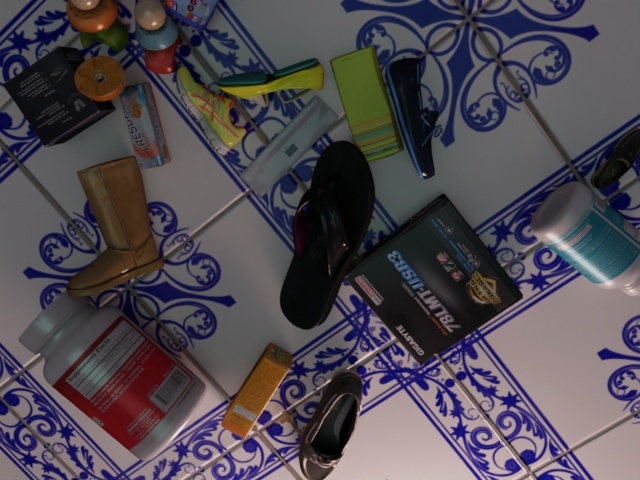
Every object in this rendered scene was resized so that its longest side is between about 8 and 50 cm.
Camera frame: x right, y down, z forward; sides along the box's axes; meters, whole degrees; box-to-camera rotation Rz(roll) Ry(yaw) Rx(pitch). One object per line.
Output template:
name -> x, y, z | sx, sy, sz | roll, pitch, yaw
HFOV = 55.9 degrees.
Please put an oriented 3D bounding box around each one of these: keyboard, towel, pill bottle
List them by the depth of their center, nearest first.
pill bottle -> 0.594, 0.005, 1.293 | 0.264, 0.146, 0.146 | 38, 105, -6
towel -> 0.102, -0.293, 1.316 | 0.102, 0.021, 0.237 | -17, 103, 4
keyboard -> -0.073, -0.210, 1.358 | 0.072, 0.014, 0.256 | 42, 105, -13
pill bottle -> -0.489, 0.305, 1.426 | 0.408, 0.229, 0.229 | 44, 105, -7

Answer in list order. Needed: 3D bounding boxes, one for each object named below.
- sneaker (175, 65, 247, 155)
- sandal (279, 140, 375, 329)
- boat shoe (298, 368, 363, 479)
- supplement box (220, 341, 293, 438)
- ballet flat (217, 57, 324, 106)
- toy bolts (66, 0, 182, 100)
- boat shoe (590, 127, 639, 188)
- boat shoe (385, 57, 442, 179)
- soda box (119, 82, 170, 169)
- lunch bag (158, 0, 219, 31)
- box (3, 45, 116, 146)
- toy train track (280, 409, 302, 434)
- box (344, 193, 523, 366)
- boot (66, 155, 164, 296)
sneaker -> -0.237, -0.296, 1.318 | 0.094, 0.081, 0.208 | -31, 108, 5
sandal -> 0.001, 0.002, 1.330 | 0.167, 0.107, 0.445 | 25, 110, 31
boat shoe -> 0.021, 0.479, 1.500 | 0.112, 0.095, 0.335 | 17, 107, -5
supplement box -> -0.157, 0.372, 1.496 | 0.080, 0.078, 0.233 | 29, 107, -4
ballet flat -> -0.103, -0.329, 1.297 | 0.231, 0.077, 0.077 | -10, 121, 6
toy bolts -> -0.405, -0.409, 1.216 | 0.228, 0.158, 0.218 | 3, 70, 0
boat shoe -> 0.646, -0.170, 1.288 | 0.056, 0.049, 0.152 | 32, 106, -4
boat shoe -> 0.210, -0.257, 1.272 | 0.089, 0.109, 0.258 | -17, 106, 6
soda box -> -0.391, -0.254, 1.343 | 0.058, 0.063, 0.183 | -10, 105, 7
lunch bag -> -0.300, -0.585, 1.225 | 0.293, 0.138, 0.221 | 26, 106, -16
box -> -0.569, -0.315, 1.325 | 0.156, 0.093, 0.158 | -28, 101, 12
toy train track -> -0.073, 0.466, 1.550 | 0.048, 0.014, 0.083 | -31, 107, 5
box -> 0.255, 0.095, 1.388 | 0.293, 0.073, 0.295 | -37, 99, 13
boot -> -0.496, -0.033, 1.369 | 0.236, 0.089, 0.269 | -24, 109, -32
